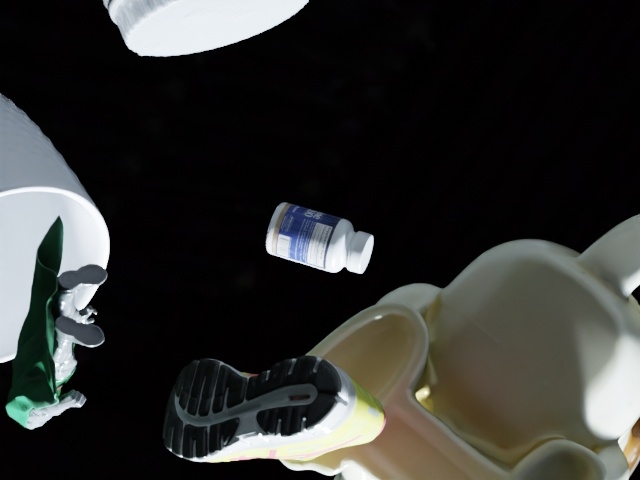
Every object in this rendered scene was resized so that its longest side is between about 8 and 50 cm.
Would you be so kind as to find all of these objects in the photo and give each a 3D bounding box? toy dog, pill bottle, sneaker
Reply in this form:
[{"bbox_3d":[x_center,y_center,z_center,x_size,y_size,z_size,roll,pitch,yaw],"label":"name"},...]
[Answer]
[{"bbox_3d":[0.165,0.142,1.552,0.284,0.395,0.408,29,176,15],"label":"toy dog"},{"bbox_3d":[0.000,0.000,2.067,0.120,0.067,0.067,16,-159,13],"label":"pill bottle"},{"bbox_3d":[-0.038,0.140,1.316,0.094,0.208,0.081,25,-111,-42],"label":"sneaker"}]

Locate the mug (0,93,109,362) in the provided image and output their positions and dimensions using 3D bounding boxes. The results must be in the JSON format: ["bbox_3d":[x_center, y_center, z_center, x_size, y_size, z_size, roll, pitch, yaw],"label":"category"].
[{"bbox_3d":[-0.444,-0.023,2.099,0.276,0.374,0.328,-27,-129,-17],"label":"mug"}]

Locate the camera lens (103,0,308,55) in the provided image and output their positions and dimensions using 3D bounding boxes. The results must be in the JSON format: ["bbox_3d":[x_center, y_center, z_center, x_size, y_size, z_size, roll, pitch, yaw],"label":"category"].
[{"bbox_3d":[-0.140,-0.351,1.729,0.219,0.219,0.274,-4,-107,-54],"label":"camera lens"}]

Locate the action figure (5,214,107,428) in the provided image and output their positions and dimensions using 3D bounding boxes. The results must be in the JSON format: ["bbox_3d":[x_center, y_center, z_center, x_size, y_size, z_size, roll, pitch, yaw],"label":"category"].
[{"bbox_3d":[-0.209,0.090,1.321,0.063,0.232,0.137,9,-115,-15],"label":"action figure"}]
